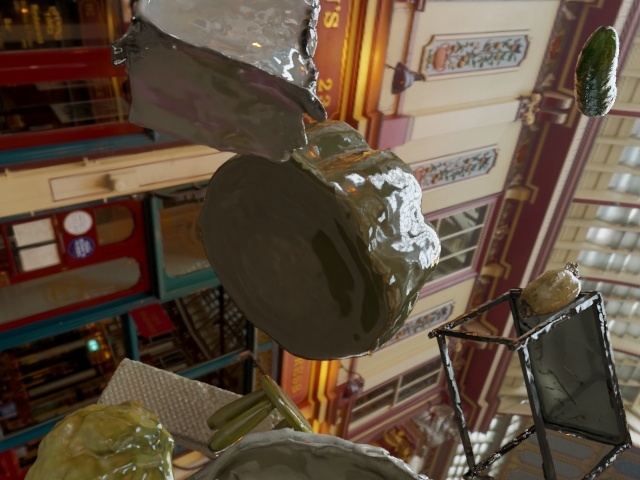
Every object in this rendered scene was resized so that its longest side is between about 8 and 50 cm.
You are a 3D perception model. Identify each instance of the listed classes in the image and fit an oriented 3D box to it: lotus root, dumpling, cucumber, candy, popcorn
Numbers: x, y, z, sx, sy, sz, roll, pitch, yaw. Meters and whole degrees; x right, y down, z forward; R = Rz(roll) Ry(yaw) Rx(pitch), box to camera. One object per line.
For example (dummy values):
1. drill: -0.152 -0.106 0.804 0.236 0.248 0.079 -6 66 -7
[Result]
1. lotus root: 0.414 0.086 0.960 0.072 0.152 0.063 26 -33 56
2. dumpling: -0.018 0.295 0.535 0.260 0.181 0.341 45 -29 -9
3. cucumber: 0.394 -0.225 0.772 0.056 0.250 0.056 -7 -106 25
4. candy: -0.096 -0.185 0.550 0.137 0.195 0.184 122 -24 -50
5. popcorn: -0.291 0.363 0.708 0.215 0.252 0.286 -17 -104 15

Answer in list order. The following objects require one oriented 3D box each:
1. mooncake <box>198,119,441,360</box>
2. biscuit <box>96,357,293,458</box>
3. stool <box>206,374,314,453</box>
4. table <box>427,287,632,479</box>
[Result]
1. mooncake: 0.000 0.000 0.859 0.378 0.201 0.378 23 -49 28
2. biscuit: -0.269 0.380 1.177 0.426 0.144 0.078 16 -36 11
3. stool: -0.081 0.259 0.729 0.134 0.110 0.135 45 -11 36
4. table: 0.420 0.299 1.085 0.222 0.272 0.335 -6 -78 58
